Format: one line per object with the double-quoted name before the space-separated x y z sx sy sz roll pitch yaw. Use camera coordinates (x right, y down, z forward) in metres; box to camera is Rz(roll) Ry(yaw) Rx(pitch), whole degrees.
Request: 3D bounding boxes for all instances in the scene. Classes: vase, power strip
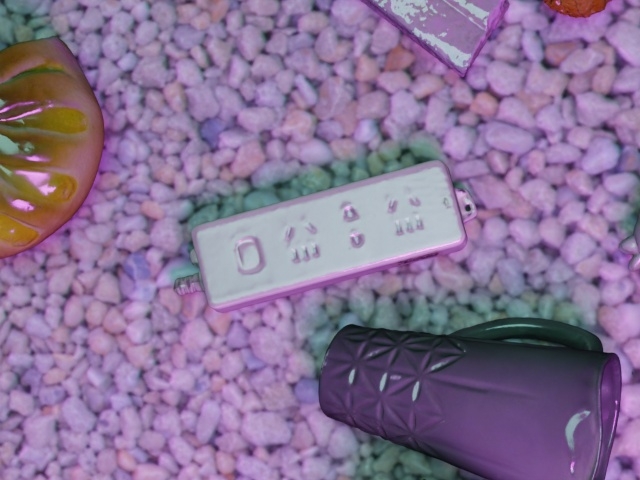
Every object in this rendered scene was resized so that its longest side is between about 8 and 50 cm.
"vase" 0.157 0.155 1.345 0.300 0.156 0.251 11 40 25
"power strip" 0.000 0.000 1.442 0.338 0.058 0.098 -15 81 6

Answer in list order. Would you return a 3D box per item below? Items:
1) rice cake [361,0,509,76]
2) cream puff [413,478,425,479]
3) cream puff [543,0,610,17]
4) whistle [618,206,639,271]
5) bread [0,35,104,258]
"rice cake" 0.070 -0.304 1.480 0.298 0.050 0.106 37 89 11
"cream puff" 0.158 0.341 1.269 0.281 0.282 0.185 20 77 10
"cream puff" 0.264 -0.300 1.418 0.103 0.126 0.144 -19 71 20
"whistle" 0.389 -0.059 1.378 0.101 0.106 0.253 22 93 -21
"bread" -0.319 -0.098 1.451 0.156 0.158 0.261 8 85 5
